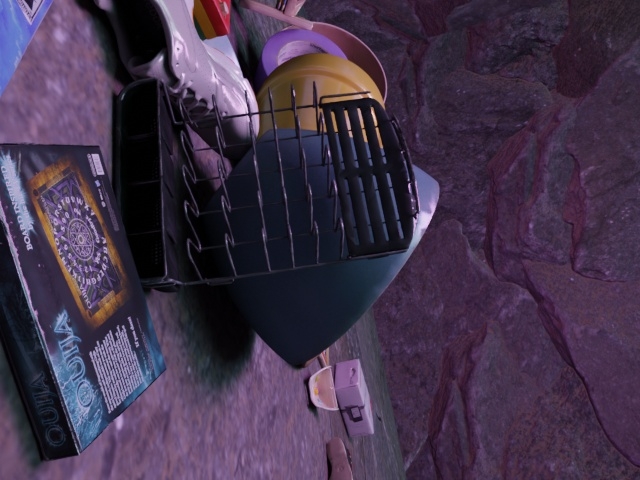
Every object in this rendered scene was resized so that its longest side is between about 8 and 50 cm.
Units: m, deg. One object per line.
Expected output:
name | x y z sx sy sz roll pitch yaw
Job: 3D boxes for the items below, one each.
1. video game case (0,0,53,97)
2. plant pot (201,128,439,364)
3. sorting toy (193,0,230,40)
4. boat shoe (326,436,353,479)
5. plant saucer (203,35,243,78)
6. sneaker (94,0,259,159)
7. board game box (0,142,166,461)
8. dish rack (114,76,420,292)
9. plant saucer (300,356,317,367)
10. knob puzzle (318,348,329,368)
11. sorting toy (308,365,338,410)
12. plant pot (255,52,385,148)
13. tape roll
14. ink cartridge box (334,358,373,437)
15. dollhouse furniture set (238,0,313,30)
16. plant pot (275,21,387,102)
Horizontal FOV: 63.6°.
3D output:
video game case | -0.216 -0.140 0.159 0.269 0.061 0.244 67 14 -49
plant pot | -0.028 -0.023 0.640 0.195 0.290 0.290 38 17 -8
sorting toy | -0.187 -0.387 0.617 0.255 0.090 0.256 66 14 -51
boat shoe | 0.040 0.437 0.965 0.133 0.049 0.042 -99 164 -53
plant saucer | -0.153 -0.238 0.784 0.195 0.038 0.194 -12 90 -81
sneaker | -0.154 -0.177 0.553 0.120 0.100 0.262 -84 152 -45
board game box | -0.164 0.028 0.346 0.126 0.026 0.186 -52 128 -79
dish rack | -0.045 -0.062 0.488 0.074 0.272 0.208 91 -9 -68
plant saucer | 0.046 0.117 0.955 0.041 0.277 0.278 40 2 12
knob puzzle | -0.002 0.172 1.161 0.213 0.030 0.212 -13 90 -81
sorting toy | -0.003 0.280 0.967 0.075 0.045 0.083 33 45 -67
plant pot | -0.015 -0.165 0.901 0.238 0.254 0.253 -78 155 -53
tape roll | -0.036 -0.331 1.056 0.080 0.189 0.188 131 -48 -62
ink cartridge box | 0.082 0.384 1.264 0.109 0.063 0.150 -80 155 -68
dollhouse furniture set | -0.081 -0.590 0.898 0.394 0.257 0.361 -108 -145 -63
plant pot | -0.013 -0.337 1.220 0.191 0.285 0.283 131 -48 -61
